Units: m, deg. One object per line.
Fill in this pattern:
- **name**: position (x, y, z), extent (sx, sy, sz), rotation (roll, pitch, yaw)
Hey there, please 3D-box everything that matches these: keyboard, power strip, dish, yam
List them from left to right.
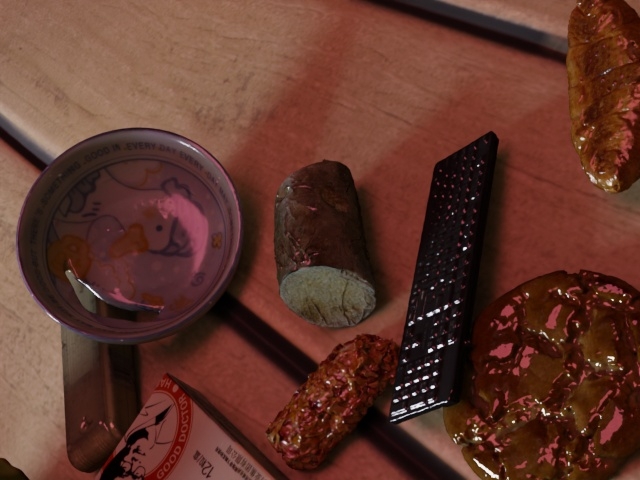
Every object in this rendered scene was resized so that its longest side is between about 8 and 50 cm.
- **power strip**: position (-0.285, 0.113, 1.495), extent (0.092, 0.066, 0.388), rotation (-35, 46, 24)
- **dish**: position (-0.224, 0.011, 1.450), extent (0.273, 0.134, 0.273), rotation (-1, 68, 2)
- **yam**: position (0.000, 0.000, 1.268), extent (0.107, 0.107, 0.183), rotation (-30, 43, 26)
- **keyboard**: position (0.124, 0.030, 1.150), extent (0.101, 0.018, 0.310), rotation (-29, 39, 48)

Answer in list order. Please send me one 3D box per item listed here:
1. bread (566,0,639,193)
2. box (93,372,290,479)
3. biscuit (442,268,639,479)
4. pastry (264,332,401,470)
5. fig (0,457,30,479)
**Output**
- **bread**: position (0.286, -0.143, 1.106), extent (0.105, 0.076, 0.233), rotation (-30, 51, 43)
- **box**: position (-0.123, 0.307, 1.199), extent (0.214, 0.069, 0.353), rotation (-55, 38, -1)
- **biscuit**: position (0.202, 0.122, 1.028), extent (0.225, 0.042, 0.226), rotation (-24, 48, 30)
- **pastry**: position (0.010, 0.157, 1.173), extent (0.169, 0.063, 0.087), rotation (-51, 37, 5)
- **fig**: position (-0.464, 0.368, 1.328), extent (0.316, 0.316, 0.316), rotation (-25, 48, 31)
